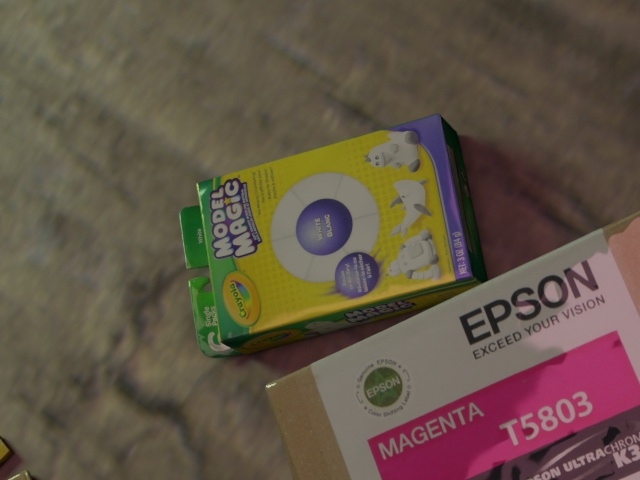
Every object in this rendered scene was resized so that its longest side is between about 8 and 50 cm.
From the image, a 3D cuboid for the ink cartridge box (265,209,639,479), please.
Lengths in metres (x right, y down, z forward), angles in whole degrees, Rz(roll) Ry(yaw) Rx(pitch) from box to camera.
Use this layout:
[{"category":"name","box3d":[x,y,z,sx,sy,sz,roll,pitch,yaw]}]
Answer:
[{"category":"ink cartridge box","box3d":[0.112,0.121,0.958,0.235,0.088,0.193,-26,69,13]}]

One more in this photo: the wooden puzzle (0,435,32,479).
[{"category":"wooden puzzle","box3d":[-0.197,0.182,1.096,0.078,0.014,0.116,-36,67,8]}]

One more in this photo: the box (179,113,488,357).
[{"category":"box","box3d":[0.000,0.000,1.058,0.179,0.043,0.105,-17,70,17]}]
